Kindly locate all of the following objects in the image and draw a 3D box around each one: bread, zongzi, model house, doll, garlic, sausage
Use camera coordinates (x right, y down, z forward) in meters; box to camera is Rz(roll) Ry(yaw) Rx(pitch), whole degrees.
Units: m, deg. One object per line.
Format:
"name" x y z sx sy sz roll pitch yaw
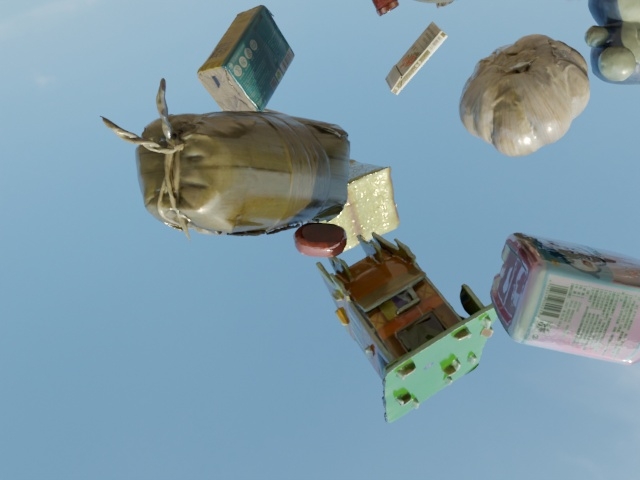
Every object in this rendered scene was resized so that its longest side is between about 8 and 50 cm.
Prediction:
"bread" 0.036 -0.162 1.505 0.233 0.245 0.362 -25 -135 -5
"zongzi" -0.251 -0.113 0.944 0.466 0.218 0.500 0 -173 32
"model house" 0.150 0.138 1.048 0.242 0.358 0.313 -28 -122 -7
"doll" 0.610 -0.430 1.034 0.228 0.259 0.154 1 -165 -11
"garlic" 0.347 -0.260 0.932 0.227 0.152 0.228 -23 -130 30
"sausage" 0.000 0.000 0.921 0.094 0.054 0.059 1 -114 -9

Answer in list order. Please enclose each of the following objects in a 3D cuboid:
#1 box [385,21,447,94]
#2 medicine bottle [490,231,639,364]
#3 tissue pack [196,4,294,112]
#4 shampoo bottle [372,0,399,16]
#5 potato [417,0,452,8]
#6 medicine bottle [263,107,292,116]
"box" 0.254 -0.494 1.458 0.029 0.198 0.109 32 -154 -22
"medicine bottle" 0.284 0.061 0.553 0.187 0.095 0.119 12 -162 2
"tissue pack" -0.210 -0.503 1.539 0.134 0.192 0.271 0 -127 36
"shampoo bottle" 0.118 -0.707 1.372 0.102 0.260 0.064 -18 -162 39
"potato" 0.110 -0.277 0.419 0.165 0.165 0.262 -26 -159 -16
"medicine bottle" -0.217 -0.290 1.842 0.202 0.316 0.202 12 -171 -2
